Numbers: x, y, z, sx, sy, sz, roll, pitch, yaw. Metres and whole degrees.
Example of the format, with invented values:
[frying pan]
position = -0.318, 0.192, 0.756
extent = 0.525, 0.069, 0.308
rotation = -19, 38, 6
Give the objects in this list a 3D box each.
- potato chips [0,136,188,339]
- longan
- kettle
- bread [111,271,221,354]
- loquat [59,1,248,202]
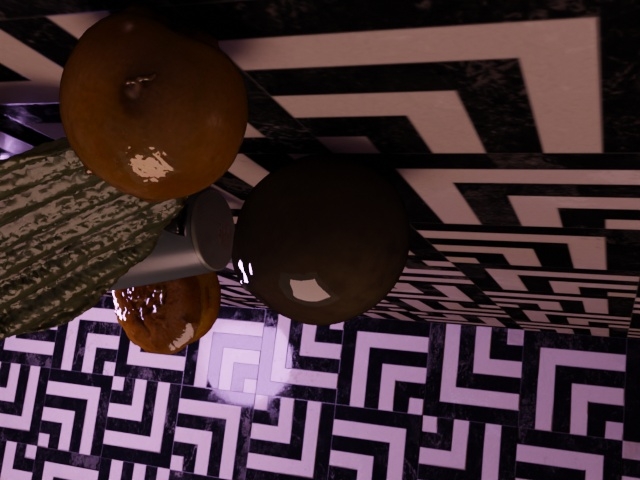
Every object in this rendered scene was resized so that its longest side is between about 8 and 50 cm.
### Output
[potato chips]
position = -0.329, 0.001, 0.873
extent = 0.429, 0.070, 0.358
rotation = -27, 159, 10
[longan]
position = 0.000, 0.000, 0.846
extent = 0.196, 0.197, 0.220
rotation = 10, 162, -18
[kettle]
position = -0.241, 0.005, 1.122
extent = 0.243, 0.160, 0.210
rotation = -3, 158, 22
[bread]
position = -0.331, 0.119, 1.613
extent = 0.268, 0.269, 0.145
rotation = 0, -175, 34
[loquat]
position = -0.121, -0.095, 0.555
extent = 0.141, 0.141, 0.141
rotation = 6, 170, 1
